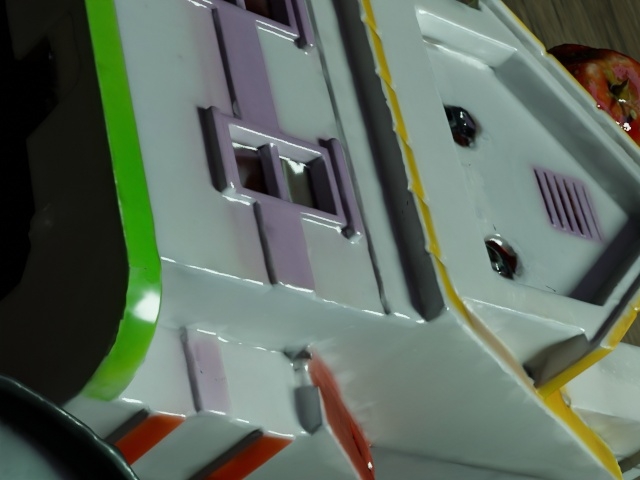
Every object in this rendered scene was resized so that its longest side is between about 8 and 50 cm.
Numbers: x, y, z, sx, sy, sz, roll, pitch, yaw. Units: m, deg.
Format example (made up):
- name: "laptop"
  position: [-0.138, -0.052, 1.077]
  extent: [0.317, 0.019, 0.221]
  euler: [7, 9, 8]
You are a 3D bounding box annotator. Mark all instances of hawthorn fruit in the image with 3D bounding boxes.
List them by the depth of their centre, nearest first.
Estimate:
- name: "hawthorn fruit"
  position: [0.147, -0.072, 0.961]
  extent: [0.093, 0.093, 0.093]
  euler: [35, 36, -31]

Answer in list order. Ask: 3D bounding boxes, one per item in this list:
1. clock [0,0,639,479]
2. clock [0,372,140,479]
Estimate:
- name: "clock"
  position: [0.000, 0.000, 0.619]
  extent: [0.309, 0.166, 0.235]
  euler: [15, 49, -38]
- name: "clock"
  position: [-0.112, 0.116, 0.398]
  extent: [0.184, 0.040, 0.184]
  euler: [7, 77, -33]
